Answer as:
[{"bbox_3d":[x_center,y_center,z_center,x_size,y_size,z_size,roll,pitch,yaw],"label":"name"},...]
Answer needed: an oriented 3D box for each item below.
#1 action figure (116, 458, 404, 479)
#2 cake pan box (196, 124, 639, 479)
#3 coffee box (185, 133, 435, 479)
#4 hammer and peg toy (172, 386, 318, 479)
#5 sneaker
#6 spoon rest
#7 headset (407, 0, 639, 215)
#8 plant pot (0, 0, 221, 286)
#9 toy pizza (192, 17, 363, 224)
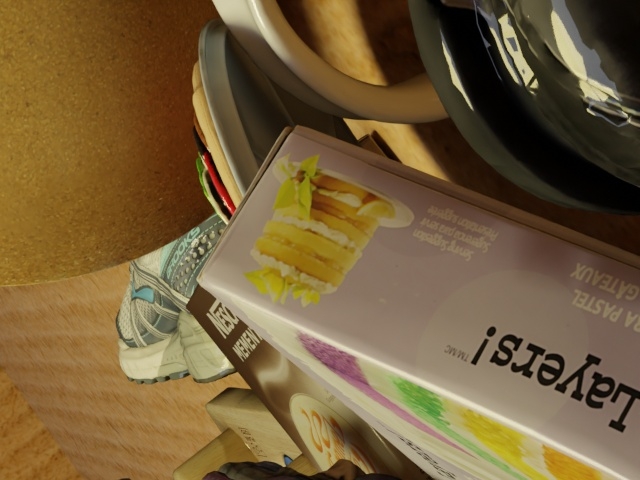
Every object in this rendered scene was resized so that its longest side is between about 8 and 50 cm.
[{"bbox_3d":[0.048,0.203,0.748,0.330,0.178,0.341,32,169,-13],"label":"action figure"},{"bbox_3d":[0.120,0.079,0.617,0.246,0.070,0.267,26,169,35],"label":"cake pan box"},{"bbox_3d":[0.051,0.085,0.949,0.246,0.098,0.141,51,161,5],"label":"coffee box"},{"bbox_3d":[0.014,0.200,1.234,0.266,0.127,0.361,56,163,-10],"label":"hammer and peg toy"},{"bbox_3d":[-0.071,0.018,1.193,0.283,0.110,0.122,-16,93,70],"label":"sneaker"},{"bbox_3d":[-0.028,-0.154,0.711,0.276,0.084,0.137,57,163,-17],"label":"spoon rest"},{"bbox_3d":[0.076,-0.074,0.415,0.394,0.185,0.243,39,161,7],"label":"headset"},{"bbox_3d":[-0.150,-0.151,0.853,0.237,0.237,0.254,39,145,39],"label":"plant pot"},{"bbox_3d":[0.000,0.000,0.773,0.201,0.032,0.201,55,-164,-23],"label":"toy pizza"}]
